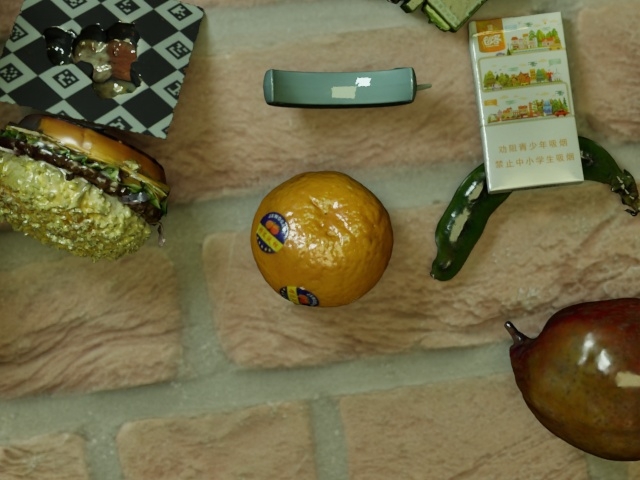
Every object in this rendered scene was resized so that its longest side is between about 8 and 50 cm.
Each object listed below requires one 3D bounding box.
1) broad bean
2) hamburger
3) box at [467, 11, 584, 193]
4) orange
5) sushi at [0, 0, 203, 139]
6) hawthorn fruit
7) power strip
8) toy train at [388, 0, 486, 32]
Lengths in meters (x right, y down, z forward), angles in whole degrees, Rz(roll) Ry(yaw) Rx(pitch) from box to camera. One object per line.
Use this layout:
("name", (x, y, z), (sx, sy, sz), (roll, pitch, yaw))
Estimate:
("broad bean", (0.261, -0.055, 1.743), (0.292, 0.049, 0.144), (-20, 94, 2))
("hamburger", (-0.295, -0.057, 1.637), (0.243, 0.262, 0.138), (22, 77, -7))
("box", (0.257, -0.174, 1.712), (0.122, 0.032, 0.220), (-6, 83, 1))
("orange", (0.001, 0.000, 1.689), (0.177, 0.155, 0.177), (-4, 61, 7))
("sushi", (-0.274, -0.219, 1.673), (0.220, 0.047, 0.231), (13, 53, -3))
("hawthorn fruit", (0.346, 0.162, 1.714), (0.248, 0.208, 0.208), (17, 97, 13))
("power strip", (0.035, -0.189, 1.680), (0.216, 0.137, 0.044), (-1, 91, -6))
("toy train", (0.183, -0.358, 1.685), (0.137, 0.090, 0.225), (44, 95, -9))
